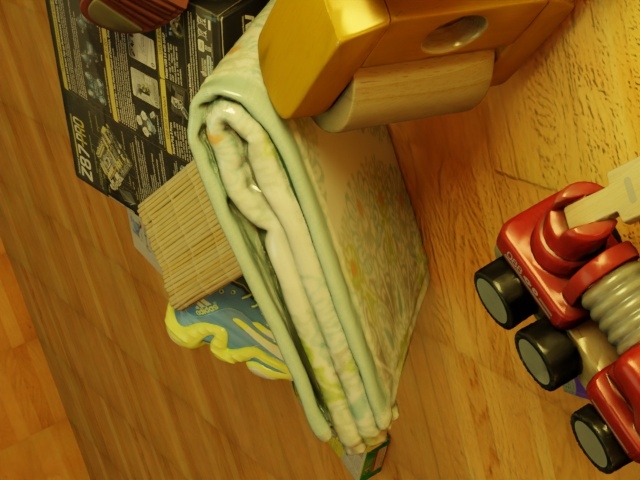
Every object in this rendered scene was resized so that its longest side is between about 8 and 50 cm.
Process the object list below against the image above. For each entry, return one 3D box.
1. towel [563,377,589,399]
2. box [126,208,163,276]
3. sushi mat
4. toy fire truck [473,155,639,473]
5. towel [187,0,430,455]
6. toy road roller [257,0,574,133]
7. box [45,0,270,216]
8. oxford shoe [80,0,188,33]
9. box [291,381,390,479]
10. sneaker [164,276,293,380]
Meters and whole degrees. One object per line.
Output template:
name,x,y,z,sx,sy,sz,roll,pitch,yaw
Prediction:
towel,0.244,0.123,1.273,0.083,0.009,0.060,19,131,60
box,-0.171,0.000,1.916,0.203,0.114,0.103,43,149,40
sushi mat,-0.131,-0.022,1.638,0.316,0.019,0.151,-31,79,56
toy fire truck,0.246,0.033,1.035,0.217,0.159,0.246,58,167,18
towel,0.003,-0.033,1.287,0.320,0.090,0.374,-69,-36,-60
toy road roller,0.068,-0.253,1.038,0.240,0.203,0.329,70,155,19
box,-0.197,-0.182,1.700,0.318,0.097,0.394,28,140,29
oxford shoe,-0.125,-0.333,1.398,0.348,0.123,0.130,-18,59,40
box,0.021,0.225,1.828,0.179,0.043,0.105,51,155,24
sneaker,-0.089,0.100,1.769,0.240,0.091,0.126,11,126,12
